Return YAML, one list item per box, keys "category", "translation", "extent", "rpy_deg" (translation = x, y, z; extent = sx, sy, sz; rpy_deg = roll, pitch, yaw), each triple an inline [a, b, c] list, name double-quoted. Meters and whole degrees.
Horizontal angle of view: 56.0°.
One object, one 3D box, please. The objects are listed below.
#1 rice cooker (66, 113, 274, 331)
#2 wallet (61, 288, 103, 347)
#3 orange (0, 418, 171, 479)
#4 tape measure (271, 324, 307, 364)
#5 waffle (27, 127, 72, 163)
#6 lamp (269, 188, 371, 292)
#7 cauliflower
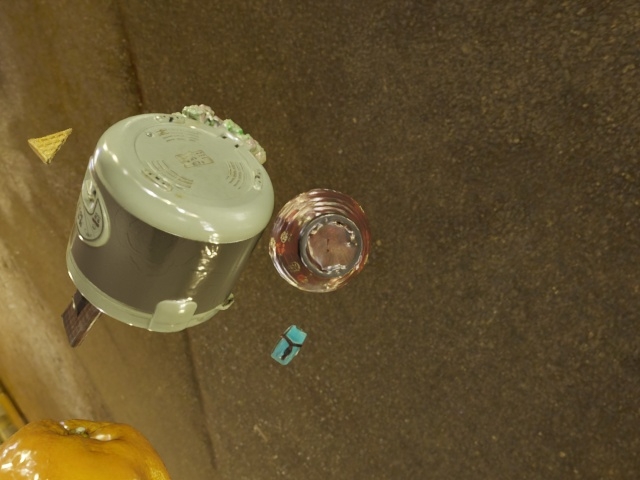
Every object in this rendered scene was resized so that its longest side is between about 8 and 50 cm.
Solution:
- category: "rice cooker"
  translation: [-0.237, -0.027, 0.934]
  extent: [0.288, 0.288, 0.277]
  rpy_deg: [45, 126, 18]
- category: "wallet"
  translation: [-0.655, 0.186, 1.676]
  extent: [0.230, 0.042, 0.124]
  rpy_deg: [-50, 58, 30]
- category: "orange"
  translation: [-0.278, 0.282, 0.635]
  extent: [0.249, 0.249, 0.183]
  rpy_deg: [-25, 63, 53]
- category: "tape measure"
  translation: [-0.107, 0.341, 1.968]
  extent: [0.081, 0.125, 0.146]
  rpy_deg: [34, 167, -4]
- category: "waffle"
  translation: [-0.784, -0.284, 1.804]
  extent: [0.097, 0.153, 0.023]
  rpy_deg: [43, 132, 11]
- category: "lamp"
  translation: [0.000, 0.000, 1.383]
  extent: [0.247, 0.247, 0.246]
  rpy_deg: [28, 133, 35]
- category: "cauliflower"
  translation: [-0.246, -0.122, 1.221]
  extent: [0.239, 0.315, 0.256]
  rpy_deg: [16, 129, -2]
